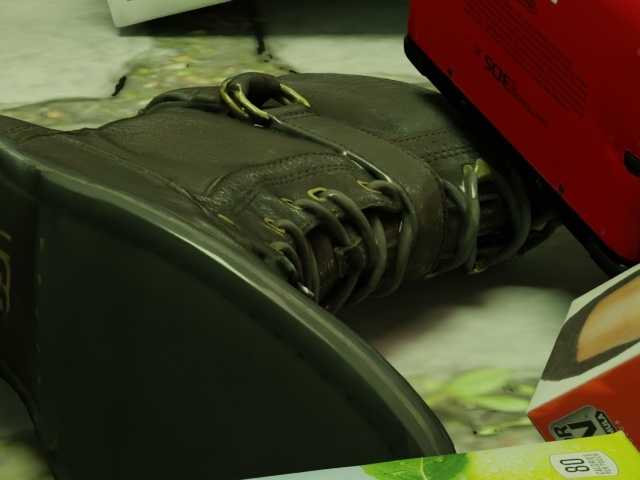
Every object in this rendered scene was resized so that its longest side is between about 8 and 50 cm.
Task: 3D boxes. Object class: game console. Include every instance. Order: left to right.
[{"bbox_3d":[0.094,-0.051,0.567,0.085,0.124,0.144,-12,39,-22],"label":"game console"}]

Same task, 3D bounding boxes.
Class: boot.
[{"bbox_3d":[0.000,0.000,0.539,0.229,0.091,0.263,-13,32,-44],"label":"boot"}]

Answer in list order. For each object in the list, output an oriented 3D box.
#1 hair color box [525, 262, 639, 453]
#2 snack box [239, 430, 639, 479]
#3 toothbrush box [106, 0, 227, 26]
[{"bbox_3d":[0.125,0.014,0.456,0.141,0.043,0.072,-32,10,27],"label":"hair color box"},{"bbox_3d":[0.004,0.115,0.285,0.175,0.070,0.207,-5,23,-11],"label":"snack box"},{"bbox_3d":[0.040,-0.220,0.904,0.296,0.126,0.216,-12,20,17],"label":"toothbrush box"}]
